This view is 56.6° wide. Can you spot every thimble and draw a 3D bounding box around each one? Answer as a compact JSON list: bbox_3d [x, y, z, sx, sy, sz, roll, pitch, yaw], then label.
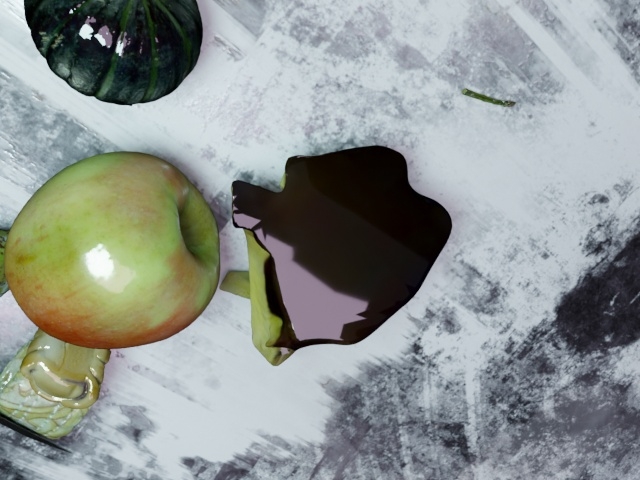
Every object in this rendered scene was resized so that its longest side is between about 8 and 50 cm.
[{"bbox_3d":[-0.509,0.278,1.088,0.144,0.137,0.191,37,122,-26],"label":"thimble"}]

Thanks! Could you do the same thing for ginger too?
[{"bbox_3d":[0.000,0.000,1.087,0.414,0.211,0.358,-34,102,-8],"label":"ginger"}]

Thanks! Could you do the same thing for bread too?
[{"bbox_3d":[-0.426,0.170,1.028,0.134,0.225,0.081,28,142,-27],"label":"bread"}]

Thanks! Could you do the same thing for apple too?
[{"bbox_3d":[-0.322,0.021,0.939,0.277,0.319,0.318,-18,115,11],"label":"apple"}]

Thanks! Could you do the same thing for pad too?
[{"bbox_3d":[-0.567,0.334,1.080,0.211,0.143,0.003,56,47,-44],"label":"pad"}]

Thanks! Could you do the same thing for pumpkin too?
[{"bbox_3d":[-0.302,-0.318,0.871,0.250,0.216,0.249,3,85,-35],"label":"pumpkin"}]

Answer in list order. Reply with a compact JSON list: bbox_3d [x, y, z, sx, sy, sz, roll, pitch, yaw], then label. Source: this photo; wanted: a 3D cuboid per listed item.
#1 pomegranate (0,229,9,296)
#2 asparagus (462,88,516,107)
[{"bbox_3d":[-0.569,0.025,0.976,0.138,0.125,0.163,-26,115,12],"label":"pomegranate"},{"bbox_3d":[0.322,-0.270,1.131,0.115,0.014,0.015,11,125,-18],"label":"asparagus"}]
